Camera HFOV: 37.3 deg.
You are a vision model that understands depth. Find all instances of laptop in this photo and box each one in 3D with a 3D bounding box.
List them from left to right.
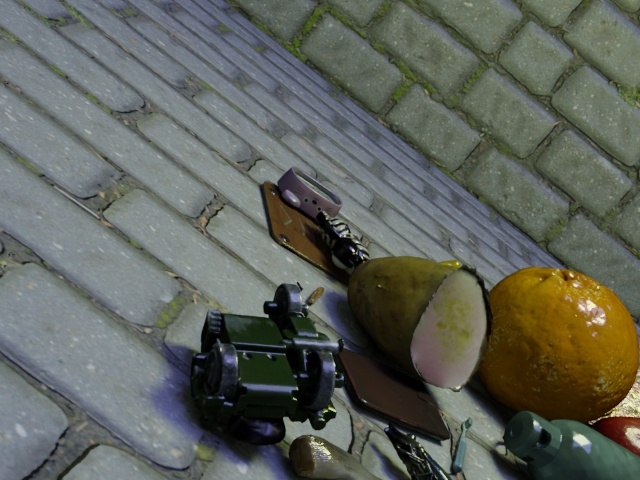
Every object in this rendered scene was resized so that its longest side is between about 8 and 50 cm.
[{"bbox_3d":[0.113,0.253,1.562,0.207,0.026,0.154,27,22,-33],"label":"laptop"}]

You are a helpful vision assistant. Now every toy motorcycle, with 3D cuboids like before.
[{"bbox_3d":[-0.079,0.157,1.240,0.205,0.127,0.275,6,24,-20],"label":"toy motorcycle"}]

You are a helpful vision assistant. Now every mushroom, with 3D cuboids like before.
[{"bbox_3d":[0.039,0.308,1.223,0.202,0.054,0.059,35,22,-32],"label":"mushroom"}]

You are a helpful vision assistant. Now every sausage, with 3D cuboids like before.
[{"bbox_3d":[-0.008,0.100,1.719,0.015,0.015,0.100,40,17,3],"label":"sausage"}]

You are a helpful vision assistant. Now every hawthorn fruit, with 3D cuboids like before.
[{"bbox_3d":[0.598,0.432,1.884,0.202,0.185,0.185,23,15,8],"label":"hawthorn fruit"}]

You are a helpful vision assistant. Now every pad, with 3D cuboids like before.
[{"bbox_3d":[0.000,0.000,2.004,0.284,0.018,0.286,32,19,-22],"label":"pad"}]

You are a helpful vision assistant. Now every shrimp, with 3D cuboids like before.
[{"bbox_3d":[0.143,0.341,1.284,0.262,0.051,0.198,55,10,30],"label":"shrimp"}]

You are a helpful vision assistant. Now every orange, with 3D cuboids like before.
[{"bbox_3d":[0.475,0.201,1.920,0.341,0.293,0.340,9,22,-4],"label":"orange"}]

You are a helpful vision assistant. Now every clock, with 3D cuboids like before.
[{"bbox_3d":[-0.019,-0.096,2.083,0.153,0.050,0.110,33,19,-18],"label":"clock"}]

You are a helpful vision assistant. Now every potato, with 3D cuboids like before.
[{"bbox_3d":[0.159,0.125,1.731,0.229,0.229,0.266,26,-4,-38],"label":"potato"}]

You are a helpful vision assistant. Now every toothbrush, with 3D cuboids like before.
[{"bbox_3d":[0.241,0.343,1.599,0.016,0.019,0.219,45,17,3],"label":"toothbrush"}]

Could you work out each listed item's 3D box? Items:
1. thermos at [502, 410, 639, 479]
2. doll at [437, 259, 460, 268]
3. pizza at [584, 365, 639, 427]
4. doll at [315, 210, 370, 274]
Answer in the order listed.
[{"bbox_3d":[0.448,0.397,1.702,0.286,0.145,0.182,32,-14,-17],"label":"thermos"},{"bbox_3d":[0.342,0.103,2.377,0.135,0.071,0.113,35,24,-27],"label":"doll"},{"bbox_3d":[0.628,0.373,2.052,0.290,0.081,0.228,-16,51,-22],"label":"pizza"},{"bbox_3d":[0.049,0.013,1.932,0.091,0.067,0.219,38,9,-40],"label":"doll"}]
